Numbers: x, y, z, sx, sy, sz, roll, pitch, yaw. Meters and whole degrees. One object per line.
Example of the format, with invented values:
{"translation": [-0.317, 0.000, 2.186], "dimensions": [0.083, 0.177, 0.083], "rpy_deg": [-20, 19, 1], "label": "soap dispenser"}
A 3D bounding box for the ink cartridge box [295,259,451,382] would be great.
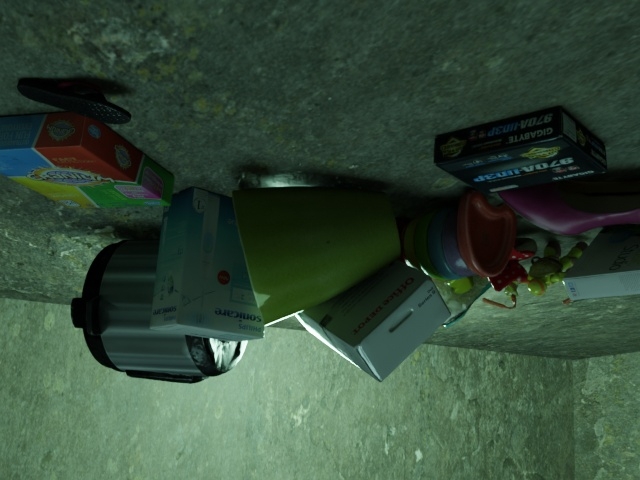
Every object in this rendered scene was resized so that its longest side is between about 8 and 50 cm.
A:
{"translation": [0.092, 0.136, 1.557], "dimensions": [0.289, 0.211, 0.121], "rpy_deg": [29, 157, 56], "label": "ink cartridge box"}

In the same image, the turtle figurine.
{"translation": [0.506, 0.070, 1.697], "dimensions": [0.270, 0.087, 0.217], "rpy_deg": [-18, -167, 45], "label": "turtle figurine"}

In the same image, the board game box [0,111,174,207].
{"translation": [-0.451, -0.139, 1.385], "dimensions": [0.242, 0.064, 0.316], "rpy_deg": [-1, 165, 17], "label": "board game box"}

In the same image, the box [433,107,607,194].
{"translation": [0.320, -0.138, 1.210], "dimensions": [0.220, 0.051, 0.175], "rpy_deg": [-9, 160, 39], "label": "box"}

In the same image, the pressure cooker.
{"translation": [-0.427, 0.172, 1.993], "dimensions": [0.421, 0.375, 0.369], "rpy_deg": [0, 140, 16], "label": "pressure cooker"}

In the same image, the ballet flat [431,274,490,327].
{"translation": [0.364, 0.109, 1.946], "dimensions": [0.147, 0.146, 0.409], "rpy_deg": [-3, -174, 24], "label": "ballet flat"}

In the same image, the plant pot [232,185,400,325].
{"translation": [0.000, 0.000, 1.491], "dimensions": [0.294, 0.274, 0.275], "rpy_deg": [-14, 165, -2], "label": "plant pot"}

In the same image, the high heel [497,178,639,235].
{"translation": [0.511, -0.095, 1.311], "dimensions": [0.377, 0.127, 0.181], "rpy_deg": [11, 133, -5], "label": "high heel"}

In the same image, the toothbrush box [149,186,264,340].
{"translation": [-0.232, 0.060, 1.629], "dimensions": [0.216, 0.295, 0.126], "rpy_deg": [16, 161, -37], "label": "toothbrush box"}

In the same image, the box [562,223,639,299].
{"translation": [0.668, 0.023, 1.465], "dimensions": [0.322, 0.058, 0.232], "rpy_deg": [-11, -159, 46], "label": "box"}

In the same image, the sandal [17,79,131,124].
{"translation": [-0.368, -0.219, 1.130], "dimensions": [0.179, 0.040, 0.067], "rpy_deg": [17, 161, 7], "label": "sandal"}

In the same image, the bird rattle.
{"translation": [0.394, 0.028, 1.691], "dimensions": [0.207, 0.143, 0.253], "rpy_deg": [-21, -178, -32], "label": "bird rattle"}

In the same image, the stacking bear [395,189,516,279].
{"translation": [0.238, 0.002, 1.583], "dimensions": [0.175, 0.164, 0.289], "rpy_deg": [17, 165, -41], "label": "stacking bear"}
